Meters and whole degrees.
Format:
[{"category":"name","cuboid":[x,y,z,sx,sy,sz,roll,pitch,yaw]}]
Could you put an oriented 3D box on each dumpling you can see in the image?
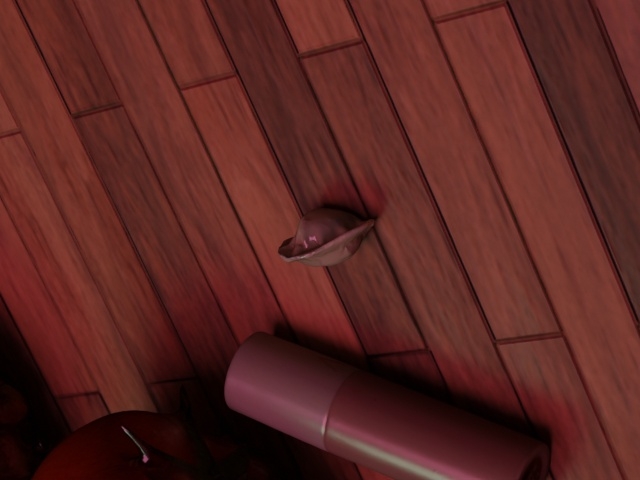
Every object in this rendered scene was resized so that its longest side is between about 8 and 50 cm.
[{"category":"dumpling","cuboid":[0.000,0.001,1.467,0.077,0.059,0.043,12,114,27]}]

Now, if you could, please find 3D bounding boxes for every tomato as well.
[{"category":"tomato","cuboid":[-0.126,0.259,1.592,0.256,0.256,0.224,41,100,8]}]

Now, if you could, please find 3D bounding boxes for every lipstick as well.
[{"category":"lipstick","cuboid":[0.049,0.144,1.515,0.254,0.070,0.070,20,128,25]}]

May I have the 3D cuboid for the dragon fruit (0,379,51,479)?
[{"category":"dragon fruit","cuboid":[-0.405,0.192,1.775,0.296,0.314,0.263,-17,75,25]}]
